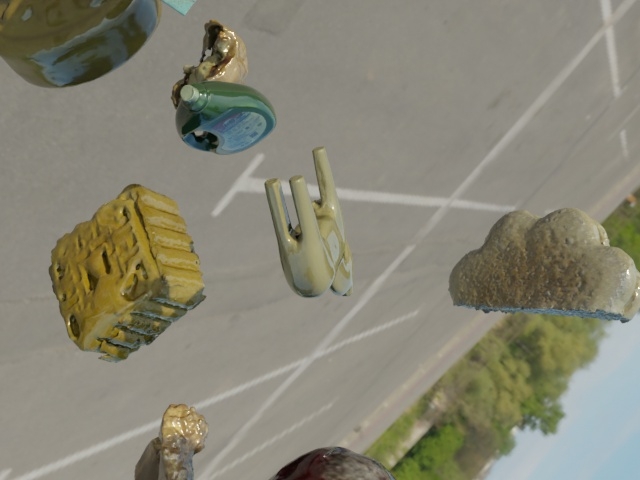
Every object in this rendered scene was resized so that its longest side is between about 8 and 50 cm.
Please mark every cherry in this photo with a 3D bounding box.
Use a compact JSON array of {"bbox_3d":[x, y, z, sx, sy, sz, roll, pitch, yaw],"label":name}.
[{"bbox_3d":[0.014,0.308,0.854,0.195,0.195,0.195,-43,166,-14],"label":"cherry"}]

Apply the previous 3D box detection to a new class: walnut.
[{"bbox_3d":[-0.253,-0.394,2.033,0.141,0.204,0.238,23,111,-31],"label":"walnut"}]

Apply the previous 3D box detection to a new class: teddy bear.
[{"bbox_3d":[-0.131,0.388,1.145,0.222,0.296,0.246,9,139,-20],"label":"teddy bear"}]

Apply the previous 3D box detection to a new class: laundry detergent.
[{"bbox_3d":[-0.154,-0.183,1.234,0.137,0.063,0.211,-27,167,16],"label":"laundry detergent"}]

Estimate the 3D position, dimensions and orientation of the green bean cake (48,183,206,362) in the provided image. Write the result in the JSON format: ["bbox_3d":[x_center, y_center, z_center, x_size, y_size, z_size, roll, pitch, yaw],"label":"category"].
[{"bbox_3d":[-0.313,0.052,1.340,0.224,0.230,0.131,-35,150,19],"label":"green bean cake"}]

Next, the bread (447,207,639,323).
[{"bbox_3d":[0.368,0.040,1.387,0.102,0.337,0.183,23,74,-42],"label":"bread"}]

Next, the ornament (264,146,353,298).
[{"bbox_3d":[0.000,0.000,1.142,0.230,0.061,0.245,-63,144,-64],"label":"ornament"}]

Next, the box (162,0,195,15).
[{"bbox_3d":[-0.143,-0.378,0.909,0.229,0.041,0.162,-48,140,15],"label":"box"}]

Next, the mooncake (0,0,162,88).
[{"bbox_3d":[-0.350,-0.322,1.149,0.235,0.235,0.117,-44,155,-8],"label":"mooncake"}]
